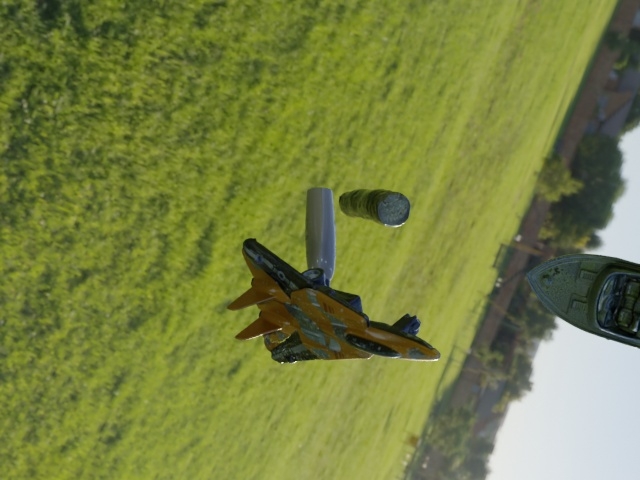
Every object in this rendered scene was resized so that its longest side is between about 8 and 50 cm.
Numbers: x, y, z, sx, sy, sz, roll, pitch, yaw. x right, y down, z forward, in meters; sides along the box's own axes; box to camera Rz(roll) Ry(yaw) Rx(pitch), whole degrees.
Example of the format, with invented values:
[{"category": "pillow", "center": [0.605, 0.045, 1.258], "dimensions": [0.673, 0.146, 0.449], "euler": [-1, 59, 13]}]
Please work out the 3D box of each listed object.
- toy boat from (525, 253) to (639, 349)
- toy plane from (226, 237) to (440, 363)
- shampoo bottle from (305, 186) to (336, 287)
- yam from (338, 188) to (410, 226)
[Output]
[{"category": "toy boat", "center": [0.506, 0.102, 1.419], "dimensions": [0.092, 0.319, 0.141], "euler": [-9, 112, -62]}, {"category": "toy plane", "center": [0.027, 0.104, 1.096], "dimensions": [0.103, 0.316, 0.204], "euler": [-42, 130, -46]}, {"category": "shampoo bottle", "center": [0.000, 0.000, 2.073], "dimensions": [0.127, 0.078, 0.257], "euler": [102, -11, -76]}, {"category": "yam", "center": [0.085, -0.059, 1.411], "dimensions": [0.274, 0.061, 0.061], "euler": [-159, -89, -77]}]
